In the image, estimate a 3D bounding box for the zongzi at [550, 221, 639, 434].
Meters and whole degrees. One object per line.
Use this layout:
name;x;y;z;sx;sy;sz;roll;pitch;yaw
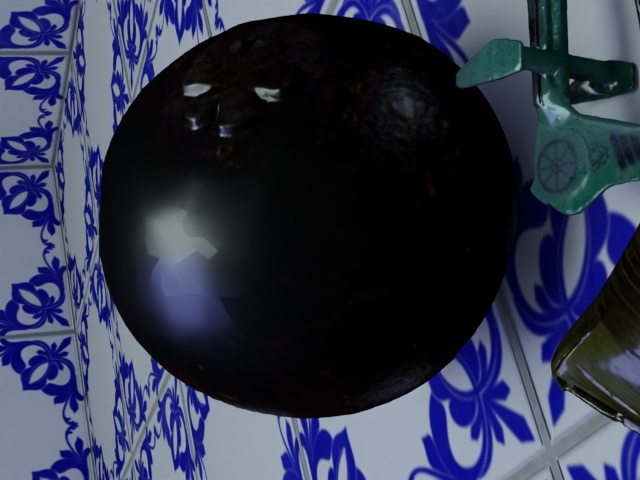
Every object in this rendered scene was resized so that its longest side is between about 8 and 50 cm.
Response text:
zongzi;0.208;0.038;0.479;0.184;0.084;0.187;45;131;36

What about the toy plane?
toy plane;0.128;-0.203;0.651;0.155;0.106;0.382;-12;77;57

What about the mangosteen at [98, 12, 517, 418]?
mangosteen;-0.013;-0.001;0.787;0.297;0.296;0.313;-118;28;-48
